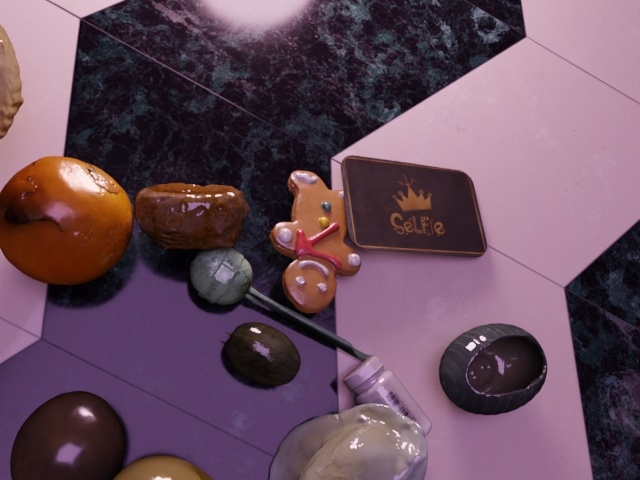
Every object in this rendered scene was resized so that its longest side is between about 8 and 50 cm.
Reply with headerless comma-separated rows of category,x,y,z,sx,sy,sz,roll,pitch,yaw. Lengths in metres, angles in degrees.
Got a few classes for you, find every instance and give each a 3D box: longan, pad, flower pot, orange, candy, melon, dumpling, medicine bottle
longan,-0.436,0.369,1.048,0.198,0.198,0.212,21,70,-8
pad,0.239,-0.061,1.400,0.376,0.063,0.314,3,66,-22
flower pot,0.371,0.278,1.311,0.243,0.157,0.189,-11,74,-17
orange,-0.480,-0.037,1.141,0.246,0.246,0.246,5,71,-14
candy,-0.076,0.152,1.278,0.440,0.119,0.119,32,67,-12
melon,-0.119,0.226,1.218,0.167,0.114,0.114,33,67,-6
dumpling,0.051,0.463,1.134,0.321,0.212,0.269,-26,81,-22
medicine bottle,0.137,0.338,1.256,0.103,0.103,0.186,-36,85,-23

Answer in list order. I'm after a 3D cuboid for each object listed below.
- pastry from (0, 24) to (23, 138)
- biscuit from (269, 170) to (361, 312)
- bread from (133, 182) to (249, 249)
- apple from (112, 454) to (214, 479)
pastry,-0.764,-0.300,1.108,0.389,0.313,0.388,-12,111,-35
biscuit,0.000,0.000,1.319,0.216,0.047,0.339,24,54,-12
bread,-0.256,-0.049,1.221,0.230,0.230,0.122,0,100,-15
apple,-0.274,0.516,1.005,0.254,0.292,0.292,31,67,6
